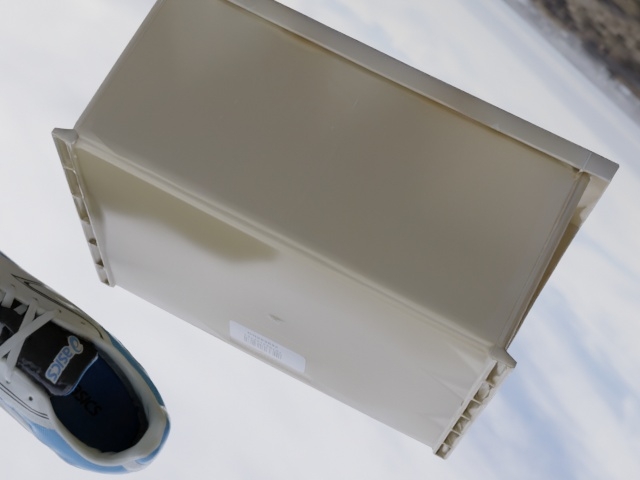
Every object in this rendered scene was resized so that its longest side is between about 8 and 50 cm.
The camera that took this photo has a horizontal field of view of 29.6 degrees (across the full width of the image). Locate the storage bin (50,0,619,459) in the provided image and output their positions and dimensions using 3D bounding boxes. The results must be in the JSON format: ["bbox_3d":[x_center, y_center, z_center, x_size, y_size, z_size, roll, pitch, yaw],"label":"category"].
[{"bbox_3d":[0.000,0.000,0.719,0.262,0.123,0.260,26,159,7],"label":"storage bin"}]

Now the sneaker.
[{"bbox_3d":[-0.183,0.053,0.718,0.237,0.085,0.086,41,151,-18],"label":"sneaker"}]
